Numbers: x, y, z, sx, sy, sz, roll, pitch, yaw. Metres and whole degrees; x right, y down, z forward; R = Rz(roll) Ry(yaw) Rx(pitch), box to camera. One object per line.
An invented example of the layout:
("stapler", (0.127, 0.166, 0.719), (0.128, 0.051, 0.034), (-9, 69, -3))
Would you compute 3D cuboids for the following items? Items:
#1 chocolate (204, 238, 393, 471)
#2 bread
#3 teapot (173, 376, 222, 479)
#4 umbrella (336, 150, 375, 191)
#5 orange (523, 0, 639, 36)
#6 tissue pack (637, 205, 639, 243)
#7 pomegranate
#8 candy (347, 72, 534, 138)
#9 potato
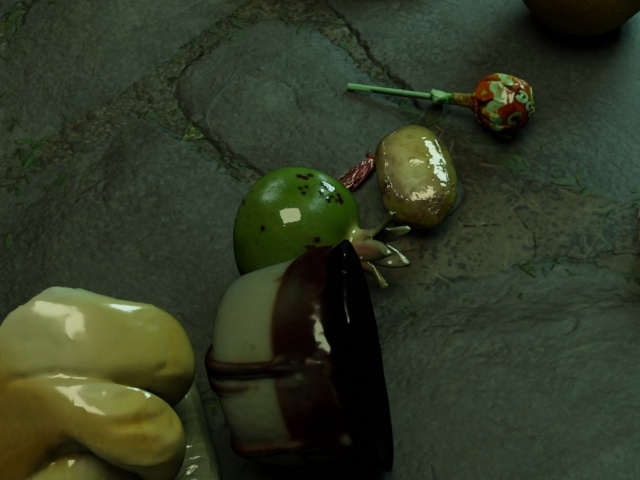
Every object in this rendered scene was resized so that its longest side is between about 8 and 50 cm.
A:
("chocolate", (-0.029, 0.148, 1.629), (0.186, 0.283, 0.283), (-12, 50, 6))
("bread", (-0.335, 0.210, 1.551), (0.424, 0.329, 0.245), (-27, 46, 27))
("teapot", (-0.183, 0.240, 1.691), (0.107, 0.077, 0.200), (-21, 51, 0))
("umbrella", (0.038, -0.080, 1.945), (0.027, 0.025, 0.165), (41, 68, 14))
("orange", (0.377, -0.409, 2.022), (0.236, 0.236, 0.236), (-5, 51, 6))
("tissue pack", (0.442, -0.042, 1.818), (0.059, 0.074, 0.094), (4, 53, 22))
("pomegranate", (0.000, 0.000, 1.789), (0.224, 0.181, 0.181), (14, 55, 22))
("candy", (0.165, -0.199, 2.003), (0.288, 0.078, 0.084), (9, 73, 27))
("potato", (0.128, -0.084, 1.897), (0.107, 0.080, 0.170), (-10, 53, -9))
